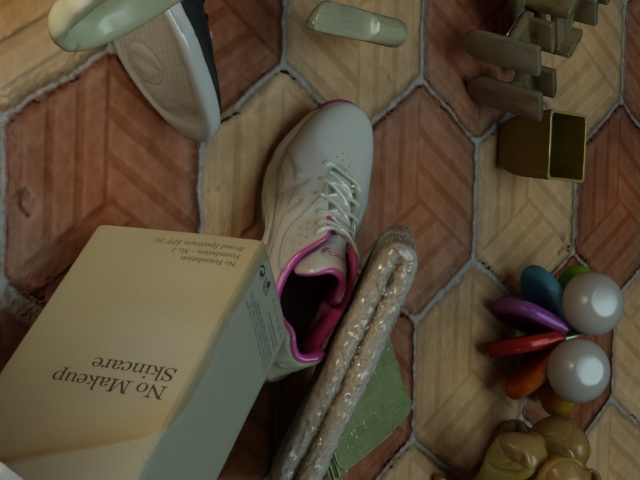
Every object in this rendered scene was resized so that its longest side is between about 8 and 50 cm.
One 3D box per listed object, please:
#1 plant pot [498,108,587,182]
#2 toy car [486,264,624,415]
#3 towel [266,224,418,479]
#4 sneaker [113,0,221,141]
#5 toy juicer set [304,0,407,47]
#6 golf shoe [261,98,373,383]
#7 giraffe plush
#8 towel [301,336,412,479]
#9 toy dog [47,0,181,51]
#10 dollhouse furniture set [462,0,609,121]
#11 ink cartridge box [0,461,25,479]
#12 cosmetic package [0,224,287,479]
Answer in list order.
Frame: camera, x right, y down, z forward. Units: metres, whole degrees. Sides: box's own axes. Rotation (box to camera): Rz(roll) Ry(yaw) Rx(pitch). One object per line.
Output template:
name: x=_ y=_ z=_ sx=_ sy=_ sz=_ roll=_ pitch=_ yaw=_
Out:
plant pot: x=0.257 y=-0.111 z=1.659 sx=0.081 sy=0.083 sz=0.081 roll=2 pitch=92 yaw=-48
toy car: x=0.265 y=0.109 z=1.662 sx=0.136 sy=0.159 sz=0.182 roll=17 pitch=78 yaw=-11
towel: x=0.023 y=0.121 z=1.310 sx=0.187 sy=0.049 sz=0.282 roll=-75 pitch=-170 yaw=-84
sneaker: x=-0.116 y=-0.239 z=1.203 sx=0.147 sy=0.104 sz=0.296 roll=-37 pitch=115 yaw=-35
toy juicer set: x=0.031 y=-0.312 z=1.393 sx=0.209 sy=0.089 sz=0.329 roll=37 pitch=57 yaw=-58
golf shoe: x=0.000 y=0.000 z=1.323 sx=0.115 sy=0.140 sz=0.306 roll=32 pitch=68 yaw=-29
giraffe plush: x=0.253 y=0.274 z=1.617 sx=0.181 sy=0.210 sz=0.170 roll=56 pitch=43 yaw=-4
towel: x=0.038 y=0.171 z=1.473 sx=0.148 sy=0.027 sz=0.110 roll=-37 pitch=119 yaw=-40
toy dog: x=-0.156 y=-0.410 z=0.973 sx=0.395 sy=0.284 sz=0.408 roll=-33 pitch=82 yaw=-5
dollhouse furniture set: x=0.213 y=-0.300 z=1.590 sx=0.212 sy=0.161 sz=0.242 roll=-57 pitch=153 yaw=-29
ink cartridge box: x=-0.238 y=0.265 z=0.956 sx=0.307 sy=0.303 sz=0.072 roll=49 pitch=37 yaw=-41
cosmetic package: x=-0.156 y=0.131 z=1.084 sx=0.309 sy=0.160 sz=0.113 roll=-64 pitch=152 yaw=-45
